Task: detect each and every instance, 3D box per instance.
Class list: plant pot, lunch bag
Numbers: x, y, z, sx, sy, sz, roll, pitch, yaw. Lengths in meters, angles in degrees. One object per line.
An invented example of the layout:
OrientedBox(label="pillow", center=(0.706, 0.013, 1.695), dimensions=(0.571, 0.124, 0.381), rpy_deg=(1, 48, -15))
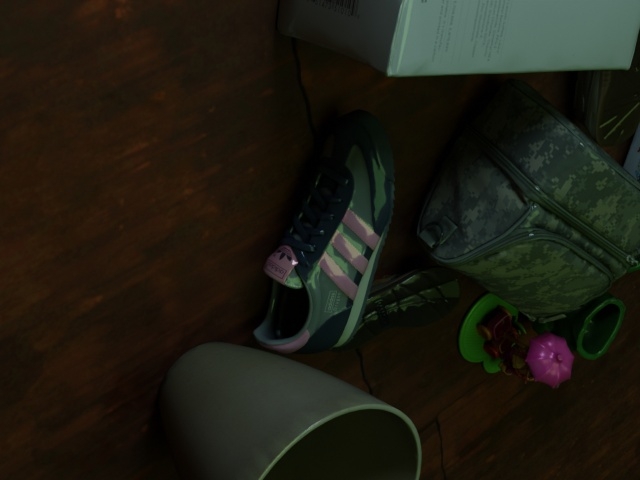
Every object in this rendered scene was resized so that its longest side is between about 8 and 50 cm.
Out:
OrientedBox(label="plant pot", center=(-0.070, 0.236, 1.156), dimensions=(0.257, 0.274, 0.256), rpy_deg=(-20, 124, -32))
OrientedBox(label="lunch bag", center=(0.299, -0.032, 1.378), dimensions=(0.305, 0.212, 0.256), rpy_deg=(27, 111, -44))

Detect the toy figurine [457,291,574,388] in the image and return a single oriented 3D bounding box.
OrientedBox(label="toy figurine", center=(0.317, 0.178, 1.528), dimensions=(0.130, 0.159, 0.173), rpy_deg=(-39, 133, -17))

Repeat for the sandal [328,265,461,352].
OrientedBox(label="sandal", center=(0.090, 0.088, 1.367), dimensions=(0.219, 0.060, 0.090), rpy_deg=(-23, 121, -11))

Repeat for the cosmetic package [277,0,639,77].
OrientedBox(label="cosmetic package", center=(0.170, -0.284, 1.119), dimensions=(0.385, 0.217, 0.156), rpy_deg=(-6, 116, -35))

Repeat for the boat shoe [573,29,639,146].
OrientedBox(label="boat shoe", center=(0.409, -0.280, 1.388), dimensions=(0.109, 0.098, 0.302), rpy_deg=(-14, 129, -17))

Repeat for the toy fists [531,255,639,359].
OrientedBox(label="toy fists", center=(0.414, 0.041, 1.551), dimensions=(0.096, 0.142, 0.279), rpy_deg=(10, 106, -28))

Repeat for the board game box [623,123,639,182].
OrientedBox(label="board game box", center=(0.573, -0.119, 1.637), dimensions=(0.193, 0.053, 0.305), rpy_deg=(-10, 124, -36))

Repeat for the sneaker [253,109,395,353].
OrientedBox(label="sneaker", center=(0.000, 0.000, 1.200), dimensions=(0.131, 0.112, 0.318), rpy_deg=(-9, 117, -40))
